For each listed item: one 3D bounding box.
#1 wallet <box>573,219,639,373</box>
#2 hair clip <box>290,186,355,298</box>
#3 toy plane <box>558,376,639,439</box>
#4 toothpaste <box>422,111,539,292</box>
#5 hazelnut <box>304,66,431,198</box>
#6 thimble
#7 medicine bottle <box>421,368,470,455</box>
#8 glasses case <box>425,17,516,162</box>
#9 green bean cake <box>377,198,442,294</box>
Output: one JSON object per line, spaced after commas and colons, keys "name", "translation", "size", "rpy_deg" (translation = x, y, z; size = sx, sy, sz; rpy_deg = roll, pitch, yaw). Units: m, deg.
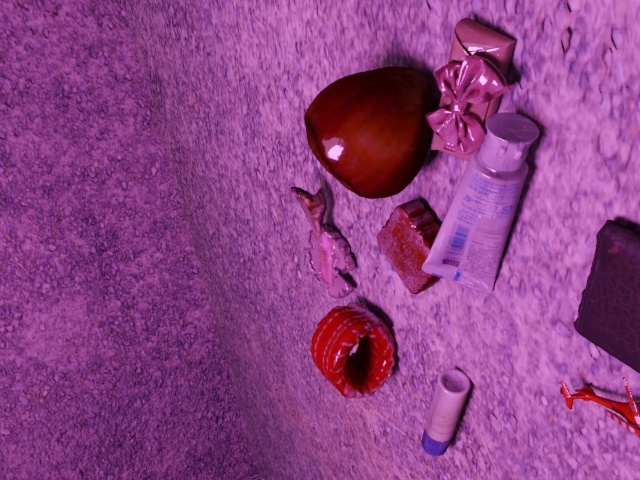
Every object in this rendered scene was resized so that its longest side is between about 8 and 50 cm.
{"name": "wallet", "translation": [0.416, 0.110, 0.591], "size": [0.321, 0.044, 0.170], "rpy_deg": [41, 144, 50]}
{"name": "hair clip", "translation": [0.006, -0.005, 1.292], "size": [0.173, 0.069, 0.300], "rpy_deg": [41, 155, 47]}
{"name": "toy plane", "translation": [0.389, 0.221, 0.707], "size": [0.194, 0.077, 0.126], "rpy_deg": [123, 125, -70]}
{"name": "toothpaste", "translation": [0.227, -0.038, 0.811], "size": [0.114, 0.073, 0.299], "rpy_deg": [18, 138, 11]}
{"name": "hazelnut", "translation": [0.085, -0.176, 0.883], "size": [0.208, 0.208, 0.208], "rpy_deg": [45, 147, 40]}
{"name": "thimble", "translation": [0.072, 0.246, 1.259], "size": [0.125, 0.163, 0.189], "rpy_deg": [32, 138, 54]}
{"name": "medicine bottle", "translation": [0.241, 0.341, 1.120], "size": [0.059, 0.059, 0.230], "rpy_deg": [47, 149, 37]}
{"name": "glasses case", "translation": [0.195, -0.179, 0.761], "size": [0.102, 0.070, 0.193], "rpy_deg": [46, 148, 36]}
{"name": "green bean cake", "translation": [0.166, 0.011, 0.997], "size": [0.135, 0.056, 0.135], "rpy_deg": [57, 153, 18]}
